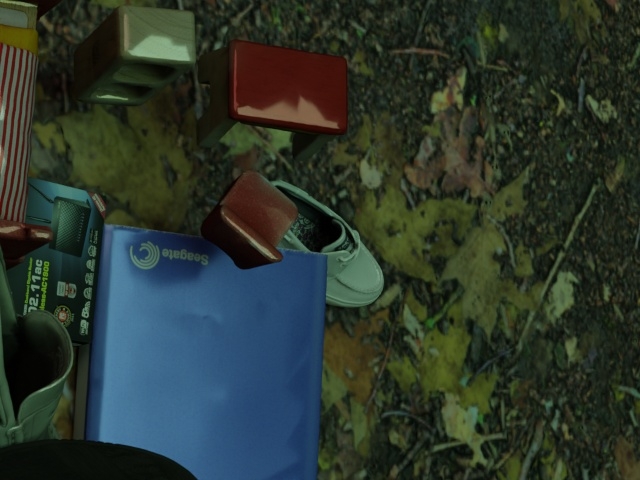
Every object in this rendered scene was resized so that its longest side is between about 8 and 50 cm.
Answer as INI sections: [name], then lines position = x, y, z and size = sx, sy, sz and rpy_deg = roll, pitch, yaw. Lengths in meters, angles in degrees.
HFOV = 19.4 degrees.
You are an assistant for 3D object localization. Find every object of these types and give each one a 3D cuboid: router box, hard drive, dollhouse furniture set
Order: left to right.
[router box]
position = -0.217, 0.015, 1.446
size = 0.092, 0.038, 0.123
rpy_deg = 13, 76, -39
[dollhouse furniture set]
position = -0.145, -0.074, 1.376
size = 0.374, 0.152, 0.201
rpy_deg = 6, 75, -24
[hard drive]
position = -0.097, 0.157, 1.514
size = 0.210, 0.040, 0.319
rpy_deg = 8, 79, -30

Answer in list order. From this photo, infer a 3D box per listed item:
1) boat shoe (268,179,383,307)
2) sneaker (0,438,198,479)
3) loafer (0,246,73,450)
[boat shoe]
position = 0.000, 0.000, 1.631
size = 0.184, 0.063, 0.066
rpy_deg = 41, 59, -31
[sneaker]
position = -0.220, 0.246, 1.262
size = 0.295, 0.124, 0.178
rpy_deg = -6, 124, -34
[loafer]
position = -0.222, 0.100, 1.304
size = 0.319, 0.111, 0.112
rpy_deg = 72, 8, -55
